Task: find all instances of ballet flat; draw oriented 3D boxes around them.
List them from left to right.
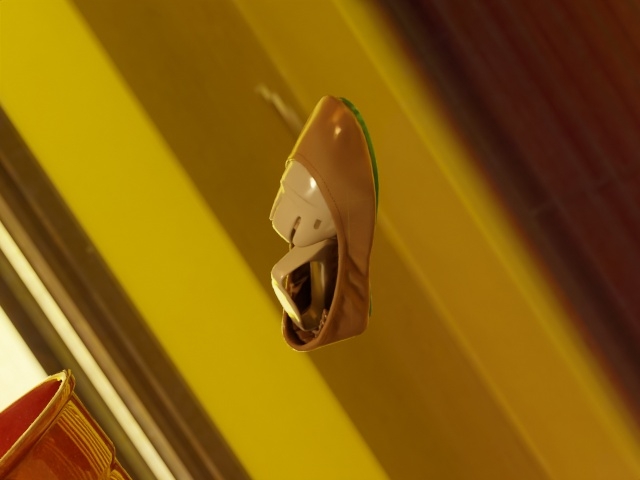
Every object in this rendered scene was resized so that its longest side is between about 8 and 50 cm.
[{"bbox_3d":[0.000,0.000,1.200,0.073,0.080,0.232,-27,140,-21],"label":"ballet flat"}]

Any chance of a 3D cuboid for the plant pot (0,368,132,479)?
[{"bbox_3d":[-0.198,0.283,1.233,0.272,0.265,0.272,-40,-171,7],"label":"plant pot"}]
